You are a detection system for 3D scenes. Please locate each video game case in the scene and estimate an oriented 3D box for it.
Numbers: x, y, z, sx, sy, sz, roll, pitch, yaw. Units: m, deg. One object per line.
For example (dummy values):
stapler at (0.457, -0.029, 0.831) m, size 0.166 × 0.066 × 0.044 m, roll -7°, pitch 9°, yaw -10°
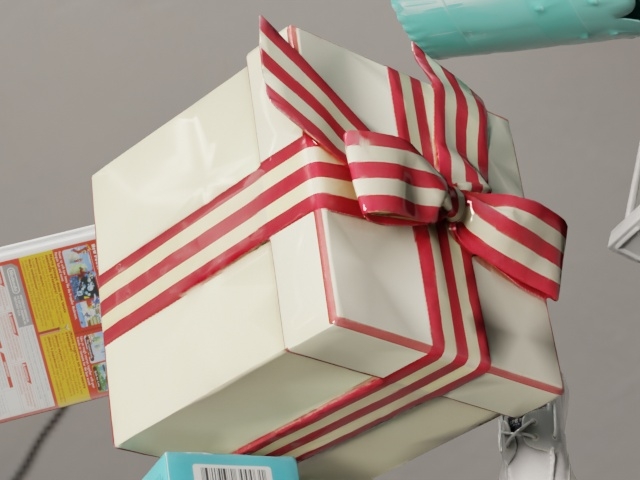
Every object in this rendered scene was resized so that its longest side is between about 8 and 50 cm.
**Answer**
video game case at (-0.282, 0.088, 2.083) m, size 0.285 × 0.025 × 0.204 m, roll -14°, pitch 118°, yaw -7°

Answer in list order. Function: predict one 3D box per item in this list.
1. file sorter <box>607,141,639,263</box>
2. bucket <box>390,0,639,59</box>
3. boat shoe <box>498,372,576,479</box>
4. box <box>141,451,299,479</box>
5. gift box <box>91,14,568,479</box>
file sorter at (0.406, -0.083, 1.617) m, size 0.192 × 0.173 × 0.278 m, roll 25°, pitch 144°, yaw -10°
bucket at (0.154, -0.271, 1.466) m, size 0.183 × 0.281 × 0.281 m, roll -8°, pitch 130°, yaw 21°
boat shoe at (0.171, 0.157, 1.555) m, size 0.066 × 0.184 × 0.063 m, roll -14°, pitch 129°, yaw 27°
box at (-0.104, 0.227, 1.363) m, size 0.100 × 0.060 × 0.244 m, roll 6°, pitch 148°, yaw -26°
gift box at (0.000, 0.000, 1.327) m, size 0.258 × 0.276 × 0.255 m, roll -30°, pitch 150°, yaw 37°
